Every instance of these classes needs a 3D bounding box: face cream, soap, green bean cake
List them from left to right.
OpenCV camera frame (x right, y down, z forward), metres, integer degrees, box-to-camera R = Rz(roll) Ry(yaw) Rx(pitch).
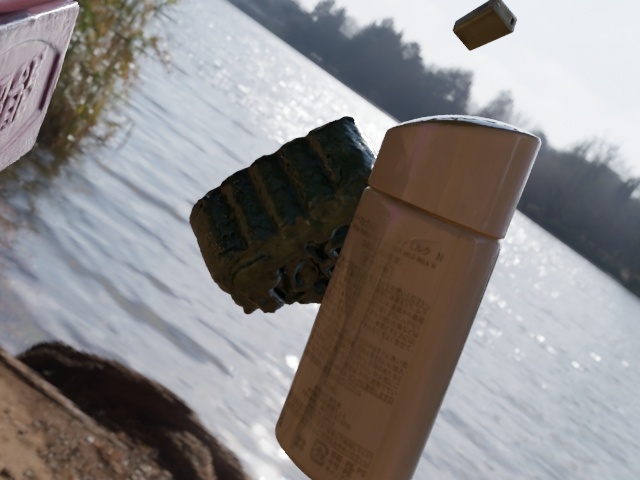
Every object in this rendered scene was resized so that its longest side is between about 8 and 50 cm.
[{"bbox_3d":[-0.420,-0.179,1.094,0.128,0.233,0.359,25,20,-4],"label":"soap"},{"bbox_3d":[0.000,0.000,1.444,0.308,0.300,0.169,46,16,-51],"label":"green bean cake"},{"bbox_3d":[0.068,0.052,0.844,0.081,0.349,0.173,15,8,-38],"label":"face cream"}]

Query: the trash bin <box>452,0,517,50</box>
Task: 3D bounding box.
[{"bbox_3d":[0.280,-0.369,1.627,0.061,0.092,0.043,42,47,-25],"label":"trash bin"}]
